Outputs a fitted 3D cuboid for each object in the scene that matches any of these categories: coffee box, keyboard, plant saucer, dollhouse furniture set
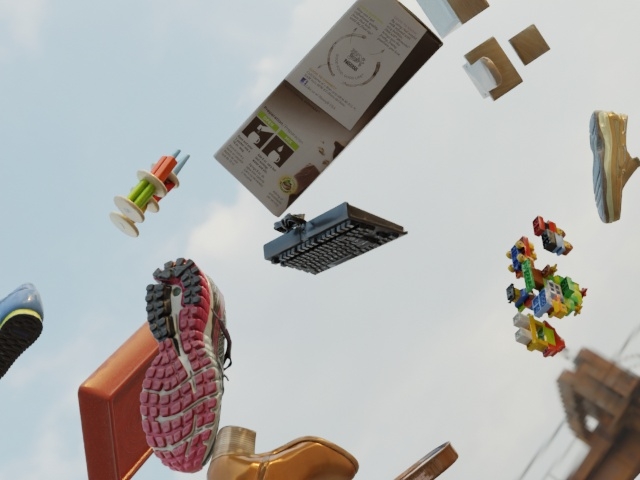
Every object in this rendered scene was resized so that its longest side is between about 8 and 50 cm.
[{"bbox_3d":[0.010,-0.180,1.523,0.297,0.119,0.168,-47,3,6],"label":"coffee box"},{"bbox_3d":[0.000,0.000,1.228,0.108,0.180,0.023,22,-115,-24],"label":"keyboard"},{"bbox_3d":[-0.341,0.313,2.150,0.258,0.047,0.259,-48,-37,-56],"label":"plant saucer"},{"bbox_3d":[0.308,-0.419,1.652,0.355,0.303,0.174,-34,3,-1],"label":"dollhouse furniture set"}]

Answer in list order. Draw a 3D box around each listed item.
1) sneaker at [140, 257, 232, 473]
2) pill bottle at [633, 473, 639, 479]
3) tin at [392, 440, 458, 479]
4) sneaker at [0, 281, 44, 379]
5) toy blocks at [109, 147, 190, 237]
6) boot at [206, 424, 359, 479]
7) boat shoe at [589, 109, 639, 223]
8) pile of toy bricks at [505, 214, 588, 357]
[{"bbox_3d":[-0.166,0.172,1.619,0.112,0.120,0.299,43,-141,-52],"label":"sneaker"},{"bbox_3d":[0.436,0.344,1.061,0.229,0.229,0.407,-58,12,2],"label":"pill bottle"},{"bbox_3d":[0.158,0.415,2.046,0.189,0.040,0.106,-35,-10,-11],"label":"tin"},{"bbox_3d":[-0.463,0.139,1.667,0.209,0.082,0.069,-41,-50,21],"label":"sneaker"},{"bbox_3d":[-0.234,-0.085,1.694,0.148,0.054,0.123,-53,2,-23],"label":"toy blocks"},{"bbox_3d":[-0.048,0.319,1.477,0.152,0.197,0.073,-88,12,-46],"label":"boot"},{"bbox_3d":[0.465,-0.118,1.850,0.068,0.072,0.190,95,176,-73],"label":"boat shoe"},{"bbox_3d":[0.346,0.069,1.742,0.105,0.212,0.118,23,-52,-18],"label":"pile of toy bricks"}]
